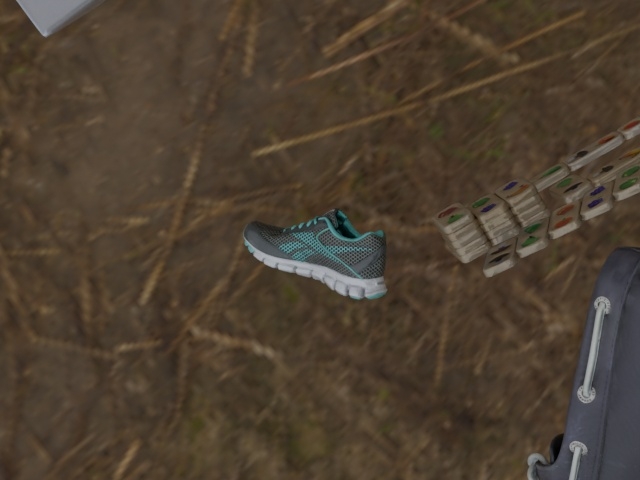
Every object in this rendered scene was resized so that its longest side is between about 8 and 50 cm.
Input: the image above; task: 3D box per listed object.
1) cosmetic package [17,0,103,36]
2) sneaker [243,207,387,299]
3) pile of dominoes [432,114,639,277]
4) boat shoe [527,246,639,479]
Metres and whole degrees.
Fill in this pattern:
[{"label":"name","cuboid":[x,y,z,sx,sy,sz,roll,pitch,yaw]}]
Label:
[{"label":"cosmetic package","cuboid":[-0.054,-0.208,0.928,0.238,0.127,0.107,-35,98,24]},{"label":"sneaker","cuboid":[0.000,0.000,1.976,0.166,0.065,0.076,19,107,24]},{"label":"pile of dominoes","cuboid":[0.220,-0.061,1.714,0.251,0.196,0.040,-31,103,-2]},{"label":"boat shoe","cuboid":[0.122,0.094,0.816,0.065,0.075,0.206,30,124,27]}]
